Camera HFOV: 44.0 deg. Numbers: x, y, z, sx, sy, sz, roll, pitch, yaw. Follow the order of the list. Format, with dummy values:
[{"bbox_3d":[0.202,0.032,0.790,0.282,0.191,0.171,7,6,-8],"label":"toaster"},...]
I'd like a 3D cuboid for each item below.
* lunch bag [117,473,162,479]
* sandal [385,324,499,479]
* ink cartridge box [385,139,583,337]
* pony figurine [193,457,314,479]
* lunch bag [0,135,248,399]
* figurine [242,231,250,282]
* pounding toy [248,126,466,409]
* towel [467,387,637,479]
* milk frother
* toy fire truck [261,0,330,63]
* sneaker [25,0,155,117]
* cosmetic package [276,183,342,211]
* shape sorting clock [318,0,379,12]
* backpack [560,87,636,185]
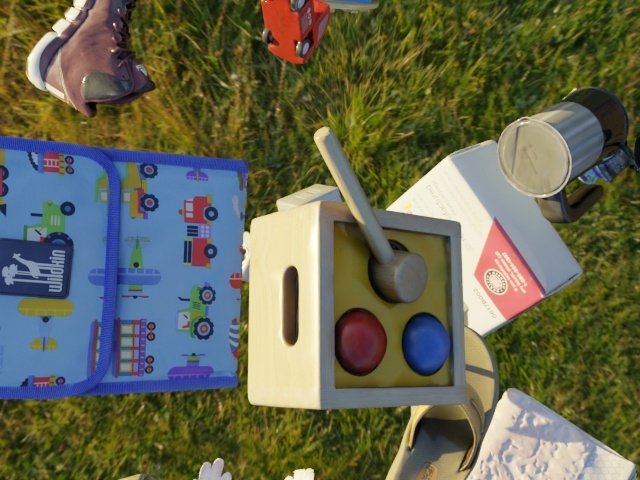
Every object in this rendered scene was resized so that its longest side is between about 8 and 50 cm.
[{"bbox_3d":[-0.361,0.561,1.321,0.255,0.212,0.305,-18,75,-9],"label":"lunch bag"},{"bbox_3d":[0.095,0.145,0.615,0.072,0.049,0.180,19,63,10],"label":"sandal"},{"bbox_3d":[0.176,0.039,1.131,0.306,0.131,0.226,-42,77,41],"label":"ink cartridge box"},{"bbox_3d":[-0.159,0.729,1.882,0.302,0.351,0.364,-1,127,3],"label":"pony figurine"},{"bbox_3d":[-0.226,0.024,0.724,0.293,0.138,0.221,3,89,-38],"label":"lunch bag"},{"bbox_3d":[-0.039,0.072,1.471,0.209,0.214,0.092,24,88,-37],"label":"figurine"},{"bbox_3d":[0.023,0.024,0.456,0.130,0.100,0.141,7,79,-36],"label":"pounding toy"},{"bbox_3d":[0.461,0.525,1.665,0.316,0.053,0.332,30,67,15],"label":"towel"},{"bbox_3d":[0.285,-0.095,0.813,0.134,0.143,0.129,-29,93,-40],"label":"milk frother"},{"bbox_3d":[-0.009,-0.274,0.740,0.047,0.192,0.135,26,67,16],"label":"toy fire truck"},{"bbox_3d":[-0.280,-0.298,1.143,0.162,0.106,0.281,38,97,4],"label":"sneaker"},{"bbox_3d":[0.000,0.000,1.867,0.127,0.107,0.238,-25,113,-30],"label":"cosmetic package"},{"bbox_3d":[-0.011,-0.378,1.236,0.206,0.206,0.040,8,117,1],"label":"shape sorting clock"},{"bbox_3d":[0.346,-0.133,1.038,0.084,0.105,0.114,-39,134,12],"label":"backpack"}]
